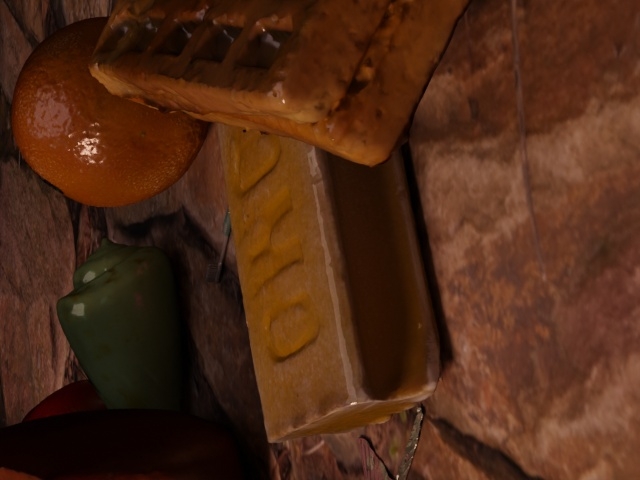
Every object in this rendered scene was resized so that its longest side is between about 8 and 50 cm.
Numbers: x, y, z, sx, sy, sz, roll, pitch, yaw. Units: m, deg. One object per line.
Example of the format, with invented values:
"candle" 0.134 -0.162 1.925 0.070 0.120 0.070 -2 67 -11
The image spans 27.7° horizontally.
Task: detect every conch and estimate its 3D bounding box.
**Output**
"conch" -0.209 0.119 1.450 0.143 0.137 0.250 3 118 40

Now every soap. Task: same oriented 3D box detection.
"soap" 0.000 0.000 0.957 0.173 0.089 0.274 -37 60 59

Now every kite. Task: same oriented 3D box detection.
"kite" 0.056 0.181 0.960 0.137 0.005 0.152 -133 46 -55

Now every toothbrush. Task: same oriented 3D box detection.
"toothbrush" -0.091 -0.020 1.254 0.011 0.014 0.167 -106 25 -47

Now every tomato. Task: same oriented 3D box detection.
"tomato" -0.293 0.260 1.599 0.187 0.151 0.187 16 108 60

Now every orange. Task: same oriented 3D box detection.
"orange" -0.210 -0.128 1.287 0.206 0.206 0.206 176 90 -67

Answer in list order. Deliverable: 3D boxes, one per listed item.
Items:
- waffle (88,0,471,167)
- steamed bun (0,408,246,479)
"waffle" -0.029 -0.174 0.850 0.328 0.098 0.224 21 82 56
"steamed bun" -0.201 0.285 1.264 0.379 0.248 0.235 -7 91 51
